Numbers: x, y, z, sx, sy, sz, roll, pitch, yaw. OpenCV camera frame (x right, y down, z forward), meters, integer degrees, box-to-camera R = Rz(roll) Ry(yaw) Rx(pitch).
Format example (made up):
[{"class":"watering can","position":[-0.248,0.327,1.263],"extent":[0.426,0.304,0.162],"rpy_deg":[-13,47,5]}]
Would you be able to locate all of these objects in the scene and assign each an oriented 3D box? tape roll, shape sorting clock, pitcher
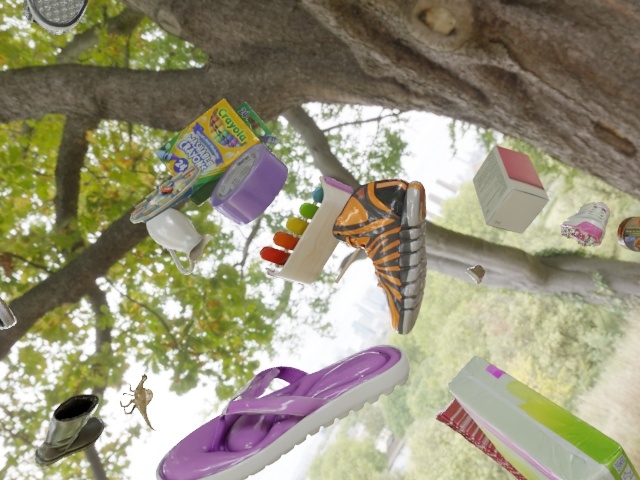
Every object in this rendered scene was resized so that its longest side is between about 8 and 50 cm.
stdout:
[{"class":"tape roll","position":[-0.169,-0.131,1.171],"extent":[0.189,0.080,0.188],"rpy_deg":[-36,31,26]},{"class":"shape sorting clock","position":[-0.370,-0.113,1.187],"extent":[0.206,0.206,0.040],"rpy_deg":[-53,-57,-39]},{"class":"pitcher","position":[-0.482,0.000,1.655],"extent":[0.177,0.207,0.125],"rpy_deg":[-63,-15,20]}]

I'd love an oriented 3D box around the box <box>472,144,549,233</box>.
[{"class":"box","position":[0.575,-0.158,1.524],"extent":[0.232,0.127,0.148],"rpy_deg":[-87,15,-46]}]

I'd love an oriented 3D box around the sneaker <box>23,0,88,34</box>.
[{"class":"sneaker","position":[-0.414,-0.366,0.774],"extent":[0.086,0.226,0.163],"rpy_deg":[-1,-26,-30]}]

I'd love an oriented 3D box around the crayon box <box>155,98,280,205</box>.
[{"class":"crayon box","position":[-0.314,-0.286,1.522],"extent":[0.323,0.203,0.083],"rpy_deg":[-39,-20,-3]}]

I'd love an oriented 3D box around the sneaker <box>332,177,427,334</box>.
[{"class":"sneaker","position":[0.123,0.032,1.033],"extent":[0.125,0.180,0.320],"rpy_deg":[-18,-71,-67]}]

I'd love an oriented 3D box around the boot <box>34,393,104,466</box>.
[{"class":"boot","position":[-0.562,0.421,1.162],"extent":[0.208,0.076,0.190],"rpy_deg":[-59,-14,25]}]

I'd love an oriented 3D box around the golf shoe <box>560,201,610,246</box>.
[{"class":"golf shoe","position":[0.774,-0.059,1.439],"extent":[0.140,0.115,0.306],"rpy_deg":[-59,-17,11]}]

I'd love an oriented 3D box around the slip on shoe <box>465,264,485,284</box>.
[{"class":"slip on shoe","position":[0.441,0.092,1.397],"extent":[0.041,0.051,0.135],"rpy_deg":[-43,-14,13]}]

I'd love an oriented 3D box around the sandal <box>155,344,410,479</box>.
[{"class":"sandal","position":[-0.054,0.234,0.760],"extent":[0.417,0.102,0.169],"rpy_deg":[-19,8,-28]}]

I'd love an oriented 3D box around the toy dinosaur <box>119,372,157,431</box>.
[{"class":"toy dinosaur","position":[-0.534,0.476,1.459],"extent":[0.093,0.183,0.053],"rpy_deg":[-14,-31,-10]}]

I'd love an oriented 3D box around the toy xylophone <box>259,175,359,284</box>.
[{"class":"toy xylophone","position":[0.000,0.000,1.328],"extent":[0.236,0.081,0.322],"rpy_deg":[30,-76,-40]}]

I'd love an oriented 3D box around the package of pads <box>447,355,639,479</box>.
[{"class":"package of pads","position":[0.378,0.348,0.832],"extent":[0.101,0.229,0.296],"rpy_deg":[-43,26,-8]}]

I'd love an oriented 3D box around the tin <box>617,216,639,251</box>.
[{"class":"tin","position":[0.974,-0.021,1.477],"extent":[0.040,0.190,0.106],"rpy_deg":[-125,36,-78]}]

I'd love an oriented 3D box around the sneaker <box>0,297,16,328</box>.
[{"class":"sneaker","position":[-0.726,0.146,0.948],"extent":[0.153,0.283,0.099],"rpy_deg":[-49,-36,-45]}]

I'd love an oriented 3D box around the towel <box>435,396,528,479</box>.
[{"class":"towel","position":[0.434,0.508,1.269],"extent":[0.031,0.275,0.199],"rpy_deg":[-61,-24,10]}]
